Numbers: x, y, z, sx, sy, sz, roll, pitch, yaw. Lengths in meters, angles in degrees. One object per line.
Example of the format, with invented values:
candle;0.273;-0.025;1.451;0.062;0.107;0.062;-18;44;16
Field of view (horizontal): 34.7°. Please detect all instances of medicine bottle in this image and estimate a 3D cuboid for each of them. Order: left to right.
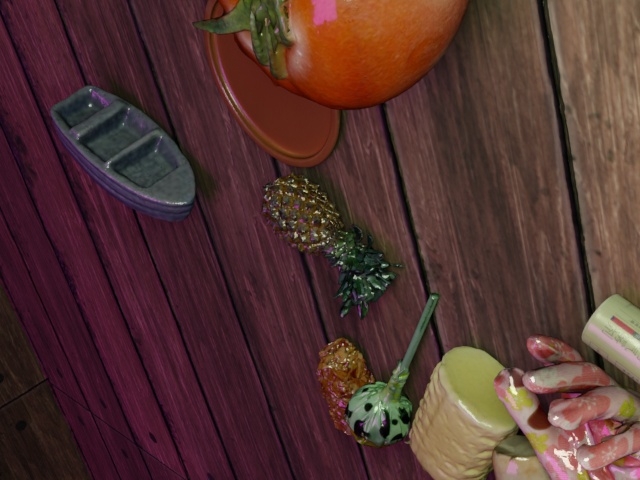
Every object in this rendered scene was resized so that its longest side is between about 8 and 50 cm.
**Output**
medicine bottle;0.348;0.138;0.938;0.231;0.059;0.059;39;146;29

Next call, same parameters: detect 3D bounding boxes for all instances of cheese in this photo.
cheese;0.177;0.218;1.241;0.123;0.094;0.167;52;147;30

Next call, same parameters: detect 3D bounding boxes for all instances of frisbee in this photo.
frisbee;-0.061;-0.204;1.262;0.251;0.021;0.251;36;143;33

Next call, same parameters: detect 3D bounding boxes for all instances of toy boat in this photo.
toy boat;-0.292;-0.128;1.573;0.283;0.127;0.078;40;147;20

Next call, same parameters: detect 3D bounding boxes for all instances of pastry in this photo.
pastry;0.037;0.221;1.479;0.087;0.063;0.169;13;127;48

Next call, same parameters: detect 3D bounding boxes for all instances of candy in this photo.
candy;0.100;0.167;1.337;0.091;0.083;0.305;19;134;4

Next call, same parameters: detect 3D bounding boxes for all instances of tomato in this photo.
tomato;0.013;-0.244;0.906;0.256;0.224;0.256;40;151;28

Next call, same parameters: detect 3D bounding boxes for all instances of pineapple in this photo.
pineapple;0.000;0.000;1.293;0.221;0.103;0.083;45;-178;19

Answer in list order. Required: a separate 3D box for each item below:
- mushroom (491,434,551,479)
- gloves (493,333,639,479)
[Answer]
mushroom;0.237;0.331;1.172;0.206;0.206;0.209;146;124;-61
gloves;0.273;0.183;1.037;0.241;0.126;0.145;67;168;-21
